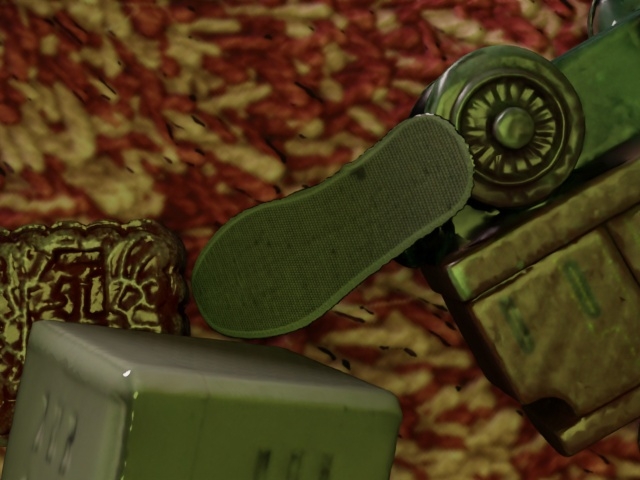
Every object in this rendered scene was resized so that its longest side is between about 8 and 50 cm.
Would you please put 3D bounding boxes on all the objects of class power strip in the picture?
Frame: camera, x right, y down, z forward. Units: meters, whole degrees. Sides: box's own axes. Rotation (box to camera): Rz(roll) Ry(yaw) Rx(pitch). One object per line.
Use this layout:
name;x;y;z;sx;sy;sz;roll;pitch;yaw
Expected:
power strip;-0.043;0.131;0.678;0.224;0.139;0.140;9;93;-33

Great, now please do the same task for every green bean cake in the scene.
green bean cake;-0.146;0.055;0.758;0.135;0.056;0.135;-3;81;4

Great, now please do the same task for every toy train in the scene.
toy train;0.186;-0.038;0.711;0.304;0.150;0.222;-31;92;-2

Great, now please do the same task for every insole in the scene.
insole;0.000;0.000;0.705;0.232;0.003;0.080;-30;77;41

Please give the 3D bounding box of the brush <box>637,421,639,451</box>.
brush;0.258;0.247;0.705;0.065;0.070;0.328;-14;83;-8
